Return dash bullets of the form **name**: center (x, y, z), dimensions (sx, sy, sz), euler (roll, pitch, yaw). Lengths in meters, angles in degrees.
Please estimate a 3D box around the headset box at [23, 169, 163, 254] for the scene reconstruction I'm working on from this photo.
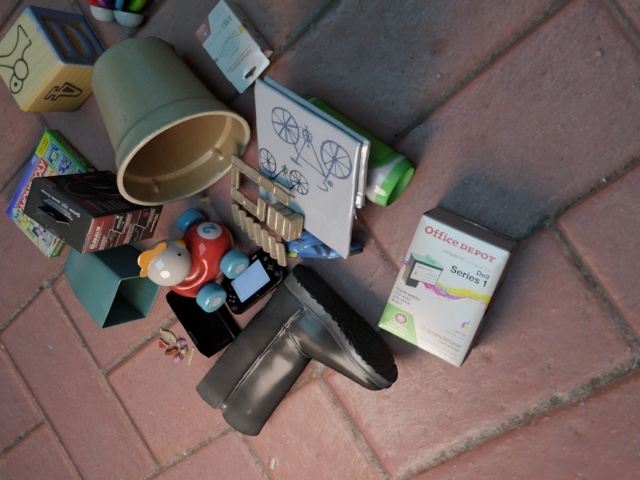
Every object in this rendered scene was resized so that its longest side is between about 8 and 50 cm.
- **headset box**: center (-0.593, -0.079, 1.686), dimensions (0.218, 0.293, 0.110), euler (31, 111, 18)

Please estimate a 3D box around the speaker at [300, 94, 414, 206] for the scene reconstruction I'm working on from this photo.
- **speaker**: center (0.058, -0.201, 1.446), dimensions (0.296, 0.131, 0.131), euler (37, 113, 15)

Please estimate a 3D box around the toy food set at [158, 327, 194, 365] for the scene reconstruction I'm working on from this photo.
- **toy food set**: center (-0.412, 0.303, 1.822), dimensions (0.122, 0.019, 0.078), euler (22, 108, 20)

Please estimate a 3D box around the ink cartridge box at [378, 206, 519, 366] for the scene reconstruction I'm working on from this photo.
- **ink cartridge box**: center (0.273, 0.095, 1.402), dimensions (0.201, 0.117, 0.278), euler (26, 109, 19)

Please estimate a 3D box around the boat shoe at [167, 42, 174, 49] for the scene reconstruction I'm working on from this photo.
- **boat shoe**: center (-0.436, -0.459, 1.680), dimensions (0.135, 0.045, 0.050), euler (-44, 80, 25)

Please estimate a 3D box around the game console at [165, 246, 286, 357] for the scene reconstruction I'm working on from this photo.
- **game console**: center (-0.239, 0.137, 1.697), dimensions (0.361, 0.044, 0.213), euler (-39, 82, 25)

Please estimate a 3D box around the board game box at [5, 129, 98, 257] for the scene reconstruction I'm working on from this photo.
- **board game box**: center (-0.785, -0.134, 1.907), dimensions (0.213, 0.046, 0.317), euler (42, 114, 12)

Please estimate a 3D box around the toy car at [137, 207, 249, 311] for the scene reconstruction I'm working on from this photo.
- **toy car**: center (-0.341, 0.039, 1.589), dimensions (0.219, 0.238, 0.210), euler (41, 101, 25)

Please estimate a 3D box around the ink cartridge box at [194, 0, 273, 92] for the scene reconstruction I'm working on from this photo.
- **ink cartridge box**: center (-0.197, -0.459, 1.554), dimensions (0.115, 0.067, 0.198), euler (-40, 80, 26)

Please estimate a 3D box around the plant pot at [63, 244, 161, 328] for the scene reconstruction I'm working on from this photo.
- **plant pot**: center (-0.583, 0.095, 1.794), dimensions (0.234, 0.165, 0.166), euler (37, 113, 24)

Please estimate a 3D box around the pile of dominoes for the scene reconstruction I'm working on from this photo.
- **pile of dominoes**: center (-0.135, -0.077, 1.574), dimensions (0.251, 0.040, 0.196), euler (38, 134, 38)

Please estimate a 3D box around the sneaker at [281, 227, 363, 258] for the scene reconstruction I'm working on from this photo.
- **sneaker**: center (0.000, 0.000, 1.544), dimensions (0.209, 0.069, 0.082), euler (2, 96, 25)

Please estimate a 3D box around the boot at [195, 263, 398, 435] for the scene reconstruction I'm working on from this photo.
- **boot**: center (-0.070, 0.337, 1.593), dimensions (0.367, 0.146, 0.445), euler (48, 112, 19)

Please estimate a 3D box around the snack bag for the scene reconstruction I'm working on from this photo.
- **snack bag**: center (-0.026, -0.150, 1.427), dimensions (0.323, 0.037, 0.343), euler (36, 143, 30)

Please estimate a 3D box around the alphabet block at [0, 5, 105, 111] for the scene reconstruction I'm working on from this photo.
- **alphabet block**: center (-0.711, -0.474, 1.727), dimensions (0.197, 0.193, 0.192), euler (-35, 82, 26)

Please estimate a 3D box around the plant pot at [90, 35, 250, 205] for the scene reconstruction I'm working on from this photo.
- **plant pot**: center (-0.386, -0.306, 1.557), dimensions (0.334, 0.333, 0.305), euler (-41, 70, 26)

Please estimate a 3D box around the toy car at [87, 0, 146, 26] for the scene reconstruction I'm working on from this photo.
- **toy car**: center (-0.529, -0.633, 1.642), dimensions (0.182, 0.136, 0.159), euler (18, 106, 22)
